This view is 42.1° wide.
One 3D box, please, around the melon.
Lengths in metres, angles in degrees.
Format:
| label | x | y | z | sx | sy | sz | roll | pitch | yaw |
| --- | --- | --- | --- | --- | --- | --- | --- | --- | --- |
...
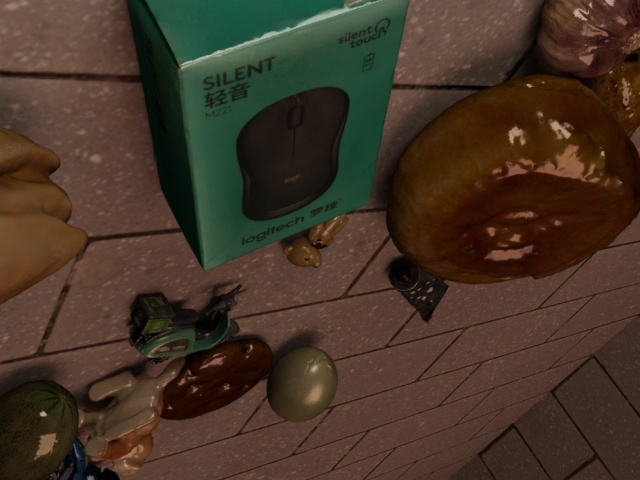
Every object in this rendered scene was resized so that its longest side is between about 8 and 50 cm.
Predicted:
| label | x | y | z | sx | sy | sz | roll | pitch | yaw |
| --- | --- | --- | --- | --- | --- | --- | --- | --- | --- |
| melon | -0.371 | 0.245 | 1.041 | 0.114 | 0.114 | 0.167 | 7 | 131 | -52 |

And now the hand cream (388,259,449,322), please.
| label | x | y | z | sx | sy | sz | roll | pitch | yaw |
| --- | --- | --- | --- | --- | --- | --- | --- | --- | --- |
| hand cream | 0.171 | 0.084 | 1.405 | 0.075 | 0.052 | 0.248 | -35 | 153 | 8 |

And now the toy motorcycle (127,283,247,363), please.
| label | x | y | z | sx | sy | sz | roll | pitch | yaw |
| --- | --- | --- | --- | --- | --- | --- | --- | --- | --- |
| toy motorcycle | -0.170 | 0.109 | 1.085 | 0.173 | 0.058 | 0.100 | -2 | 135 | -42 |

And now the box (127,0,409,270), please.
| label | x | y | z | sx | sy | sz | roll | pitch | yaw |
| --- | --- | --- | --- | --- | --- | --- | --- | --- | --- |
| box | -0.048 | -0.122 | 0.754 | 0.205 | 0.118 | 0.311 | -24 | 153 | -18 |

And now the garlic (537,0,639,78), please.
| label | x | y | z | sx | sy | sz | roll | pitch | yaw |
| --- | --- | --- | --- | --- | --- | --- | --- | --- | --- |
| garlic | 0.325 | -0.249 | 0.948 | 0.159 | 0.102 | 0.147 | -16 | 151 | -27 |

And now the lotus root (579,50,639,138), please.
| label | x | y | z | sx | sy | sz | roll | pitch | yaw |
| --- | --- | --- | --- | --- | --- | --- | --- | --- | --- |
| lotus root | 0.406 | -0.184 | 1.156 | 0.110 | 0.097 | 0.258 | -34 | 157 | -1 |

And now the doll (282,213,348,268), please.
| label | x | y | z | sx | sy | sz | roll | pitch | yaw |
| --- | --- | --- | --- | --- | --- | --- | --- | --- | --- |
| doll | -0.006 | -0.006 | 1.098 | 0.093 | 0.051 | 0.061 | -59 | 155 | -12 |

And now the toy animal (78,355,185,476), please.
| label | x | y | z | sx | sy | sz | roll | pitch | yaw |
| --- | --- | --- | --- | --- | --- | --- | --- | --- | --- |
| toy animal | -0.259 | 0.258 | 1.205 | 0.184 | 0.104 | 0.185 | -34 | 151 | -18 |

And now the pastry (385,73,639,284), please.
| label | x | y | z | sx | sy | sz | roll | pitch | yaw |
| --- | --- | --- | --- | --- | --- | --- | --- | --- | --- |
| pastry | 0.249 | -0.065 | 1.075 | 0.356 | 0.163 | 0.356 | -5 | 150 | -3 |

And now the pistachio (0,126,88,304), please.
| label | x | y | z | sx | sy | sz | roll | pitch | yaw |
| --- | --- | --- | --- | --- | --- | --- | --- | --- | --- |
| pistachio | -0.332 | 0.002 | 0.622 | 0.293 | 0.162 | 0.181 | -23 | 178 | -18 |

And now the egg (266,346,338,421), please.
| label | x | y | z | sx | sy | sz | roll | pitch | yaw |
| --- | --- | --- | --- | --- | --- | --- | --- | --- | --- |
| egg | -0.029 | 0.239 | 1.387 | 0.114 | 0.114 | 0.152 | -7 | 145 | -40 |

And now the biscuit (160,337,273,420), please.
| label | x | y | z | sx | sy | sz | roll | pitch | yaw |
| --- | --- | --- | --- | --- | --- | --- | --- | --- | --- |
| biscuit | -0.167 | 0.223 | 1.303 | 0.212 | 0.036 | 0.212 | -24 | 153 | -13 |

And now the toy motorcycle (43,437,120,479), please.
| label | x | y | z | sx | sy | sz | roll | pitch | yaw |
| --- | --- | --- | --- | --- | --- | --- | --- | --- | --- |
| toy motorcycle | -0.385 | 0.382 | 1.290 | 0.135 | 0.092 | 0.254 | -31 | 146 | -22 |
